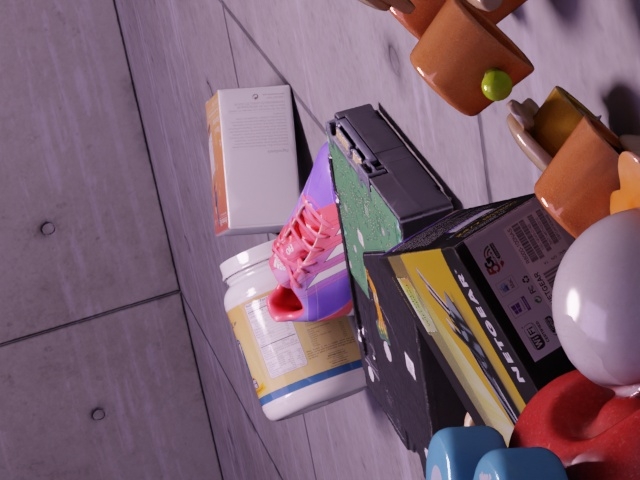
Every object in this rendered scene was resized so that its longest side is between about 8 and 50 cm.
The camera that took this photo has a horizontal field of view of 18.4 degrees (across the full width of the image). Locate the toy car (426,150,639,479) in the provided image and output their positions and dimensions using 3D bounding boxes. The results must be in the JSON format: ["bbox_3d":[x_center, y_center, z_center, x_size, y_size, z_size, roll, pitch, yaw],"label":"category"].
[{"bbox_3d":[0.187,0.066,1.173,0.210,0.219,0.238,-174,83,-79],"label":"toy car"}]

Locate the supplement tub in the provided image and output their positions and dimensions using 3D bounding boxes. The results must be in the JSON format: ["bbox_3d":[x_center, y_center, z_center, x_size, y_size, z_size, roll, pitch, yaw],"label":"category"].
[{"bbox_3d":[-0.030,0.103,2.363,0.144,0.144,0.199,126,124,-76],"label":"supplement tub"}]

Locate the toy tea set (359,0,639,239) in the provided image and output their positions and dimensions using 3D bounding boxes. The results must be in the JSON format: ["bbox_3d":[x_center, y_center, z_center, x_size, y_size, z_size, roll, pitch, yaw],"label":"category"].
[{"bbox_3d":[0.141,-0.136,1.309,0.336,0.124,0.200,49,-165,22],"label":"toy tea set"}]

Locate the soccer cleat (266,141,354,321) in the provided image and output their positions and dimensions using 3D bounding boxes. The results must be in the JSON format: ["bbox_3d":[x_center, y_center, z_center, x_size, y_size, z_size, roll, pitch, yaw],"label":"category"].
[{"bbox_3d":[0.000,0.000,2.156,0.318,0.116,0.108,93,157,-61],"label":"soccer cleat"}]

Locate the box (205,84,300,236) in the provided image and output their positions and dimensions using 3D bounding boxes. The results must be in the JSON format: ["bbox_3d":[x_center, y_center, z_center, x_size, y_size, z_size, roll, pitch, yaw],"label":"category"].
[{"bbox_3d":[-0.083,-0.096,2.408,0.130,0.091,0.170,156,109,-78],"label":"box"}]

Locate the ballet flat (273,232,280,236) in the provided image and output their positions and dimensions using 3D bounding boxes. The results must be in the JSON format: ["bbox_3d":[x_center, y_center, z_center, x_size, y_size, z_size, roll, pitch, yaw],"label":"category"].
[{"bbox_3d":[-0.036,-0.002,2.496,0.173,0.049,0.057,-136,34,-60],"label":"ballet flat"}]

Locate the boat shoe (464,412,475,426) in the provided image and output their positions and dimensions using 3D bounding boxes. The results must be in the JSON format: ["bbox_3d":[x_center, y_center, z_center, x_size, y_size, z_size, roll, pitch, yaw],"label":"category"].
[{"bbox_3d":[0.157,0.220,1.854,0.059,0.063,0.170,-137,31,-58],"label":"boat shoe"}]

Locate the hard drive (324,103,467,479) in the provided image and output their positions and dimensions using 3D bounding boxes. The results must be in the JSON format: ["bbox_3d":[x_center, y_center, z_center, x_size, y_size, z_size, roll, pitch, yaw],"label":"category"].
[{"bbox_3d":[0.087,0.061,1.963,0.237,0.064,0.339,-125,20,-57],"label":"hard drive"}]

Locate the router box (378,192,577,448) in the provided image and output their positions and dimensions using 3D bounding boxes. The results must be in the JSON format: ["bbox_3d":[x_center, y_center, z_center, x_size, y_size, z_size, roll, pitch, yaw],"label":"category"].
[{"bbox_3d":[0.173,0.119,1.414,0.309,0.081,0.243,59,170,-3],"label":"router box"}]
